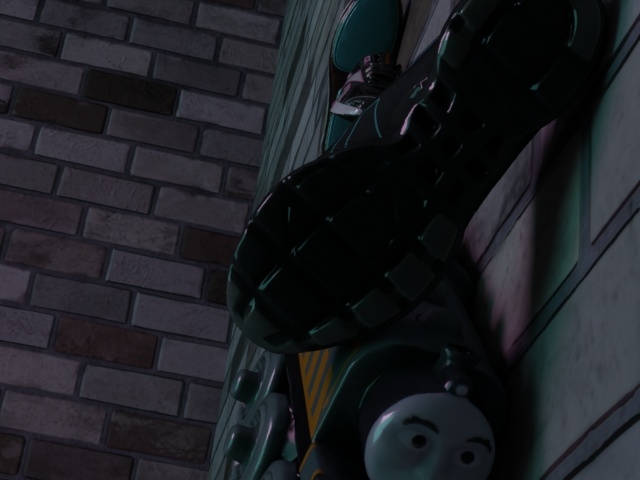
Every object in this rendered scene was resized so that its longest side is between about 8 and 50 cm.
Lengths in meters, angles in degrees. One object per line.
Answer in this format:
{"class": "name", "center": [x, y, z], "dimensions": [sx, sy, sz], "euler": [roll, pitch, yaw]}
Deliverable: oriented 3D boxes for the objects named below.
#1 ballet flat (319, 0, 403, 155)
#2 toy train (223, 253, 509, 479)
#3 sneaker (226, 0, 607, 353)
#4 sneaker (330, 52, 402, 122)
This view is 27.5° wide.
{"class": "ballet flat", "center": [0.039, -0.178, 1.431], "dimensions": [0.068, 0.072, 0.213], "euler": [-88, 11, -76]}
{"class": "toy train", "center": [0.028, 0.099, 0.819], "dimensions": [0.334, 0.142, 0.190], "euler": [-100, 32, -71]}
{"class": "sneaker", "center": [0.057, -0.039, 0.737], "dimensions": [0.267, 0.101, 0.106], "euler": [-45, -1, 6]}
{"class": "sneaker", "center": [0.051, -0.151, 1.306], "dimensions": [0.178, 0.072, 0.077], "euler": [-128, 60, -74]}
